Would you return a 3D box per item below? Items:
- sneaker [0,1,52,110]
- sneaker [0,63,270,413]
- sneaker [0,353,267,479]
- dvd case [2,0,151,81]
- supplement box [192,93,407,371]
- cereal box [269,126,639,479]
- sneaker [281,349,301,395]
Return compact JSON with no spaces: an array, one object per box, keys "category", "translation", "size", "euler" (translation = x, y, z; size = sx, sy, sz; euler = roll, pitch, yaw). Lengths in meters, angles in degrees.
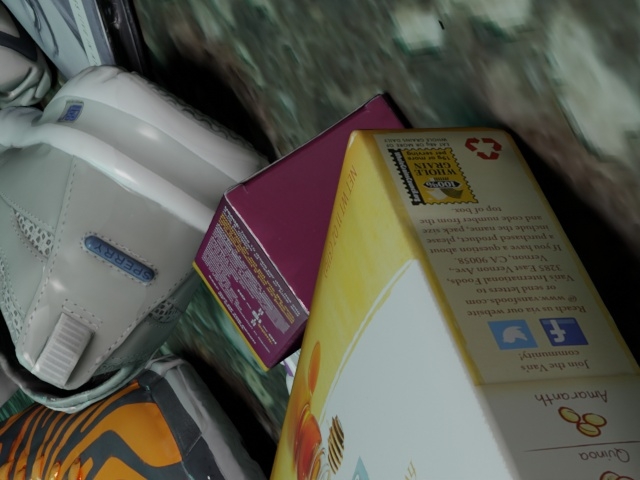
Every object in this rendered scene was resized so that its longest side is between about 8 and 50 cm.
[{"category":"sneaker","translation":[-0.216,-0.096,0.850],"size":[0.153,0.094,0.235],"euler":[57,163,5]},{"category":"sneaker","translation":[-0.111,0.013,0.662],"size":[0.105,0.115,0.281],"euler":[33,165,-7]},{"category":"sneaker","translation":[-0.134,0.153,0.911],"size":[0.124,0.180,0.321],"euler":[59,163,-7]},{"category":"dvd case","translation":[-0.139,-0.152,0.664],"size":[0.221,0.018,0.164],"euler":[45,160,34]},{"category":"supplement box","translation":[0.000,0.000,0.484],"size":[0.043,0.055,0.083],"euler":[56,164,6]},{"category":"cereal box","translation":[0.040,0.113,0.365],"size":[0.240,0.047,0.173],"euler":[-111,26,-47]},{"category":"sneaker","translation":[0.011,0.048,0.563],"size":[0.098,0.038,0.069],"euler":[55,164,6]}]
